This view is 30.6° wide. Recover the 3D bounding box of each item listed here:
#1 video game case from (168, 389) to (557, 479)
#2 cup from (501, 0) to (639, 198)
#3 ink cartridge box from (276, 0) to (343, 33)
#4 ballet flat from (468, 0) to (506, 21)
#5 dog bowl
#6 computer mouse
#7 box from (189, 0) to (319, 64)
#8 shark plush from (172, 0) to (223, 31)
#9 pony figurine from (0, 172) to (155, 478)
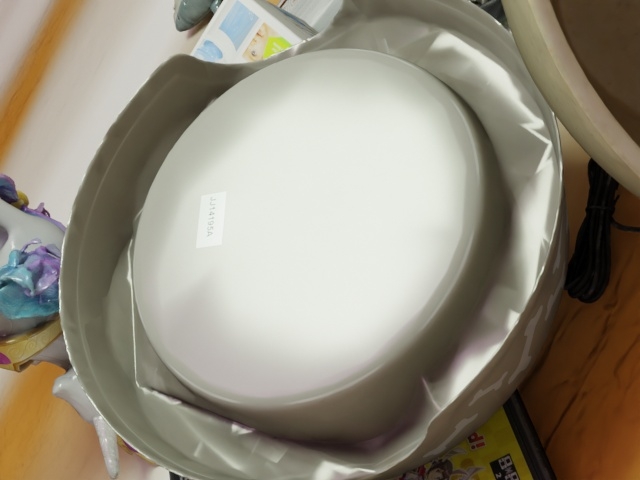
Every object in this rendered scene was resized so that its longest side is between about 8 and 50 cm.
[{"bbox_3d":[0.011,0.131,0.796,0.248,0.035,0.275,-29,41,10],"label":"video game case"},{"bbox_3d":[0.222,-0.144,0.555,0.237,0.331,0.331,-177,112,-86],"label":"cup"},{"bbox_3d":[-0.015,-0.201,1.164,0.189,0.066,0.232,-47,15,26],"label":"ink cartridge box"},{"bbox_3d":[0.145,-0.209,0.894,0.203,0.074,0.074,-21,52,48],"label":"ballet flat"},{"bbox_3d":[0.000,0.000,0.764,0.349,0.102,0.348,-13,61,24],"label":"dog bowl"},{"bbox_3d":[0.215,-0.010,0.676,0.193,0.042,0.106,3,70,57],"label":"computer mouse"},{"bbox_3d":[-0.013,-0.102,0.959,0.203,0.103,0.114,43,106,35],"label":"box"},{"bbox_3d":[-0.114,-0.289,1.378,0.161,0.073,0.067,-1,86,34],"label":"shark plush"},{"bbox_3d":[-0.280,0.028,1.143,0.303,0.363,0.351,-43,23,33],"label":"pony figurine"}]
